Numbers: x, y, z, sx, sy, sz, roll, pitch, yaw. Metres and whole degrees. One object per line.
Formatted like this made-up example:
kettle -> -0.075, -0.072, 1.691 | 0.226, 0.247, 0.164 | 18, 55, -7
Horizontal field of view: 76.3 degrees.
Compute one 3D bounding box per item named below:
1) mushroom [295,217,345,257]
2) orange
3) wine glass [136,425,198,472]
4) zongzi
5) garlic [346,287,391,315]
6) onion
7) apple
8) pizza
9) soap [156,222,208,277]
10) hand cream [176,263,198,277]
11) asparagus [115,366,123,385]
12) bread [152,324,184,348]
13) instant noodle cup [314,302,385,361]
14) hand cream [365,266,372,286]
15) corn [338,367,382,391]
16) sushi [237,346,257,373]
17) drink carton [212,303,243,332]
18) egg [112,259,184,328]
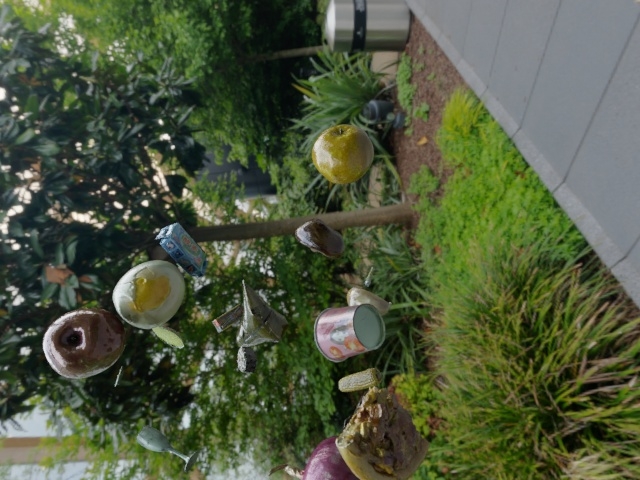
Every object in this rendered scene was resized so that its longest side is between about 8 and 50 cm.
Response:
mushroom -> 0.007, -0.014, 1.764 | 0.138, 0.231, 0.194 | -64, -2, -5
orange -> 0.099, -0.379, 1.803 | 0.279, 0.279, 0.235 | -98, -3, -53
wine glass -> -0.750, 0.954, 1.972 | 0.096, 0.309, 0.264 | -48, -27, -53
zongzi -> -0.296, 0.299, 1.634 | 0.289, 0.260, 0.123 | 51, -139, -20
garlic -> 0.257, 0.328, 2.156 | 0.164, 0.244, 0.145 | -60, -11, -69
onion -> 0.033, 0.930, 1.586 | 0.345, 0.358, 0.358 | 42, 158, 26
apple -> -0.953, 0.412, 1.644 | 0.235, 0.305, 0.306 | 106, 158, -74
pizza -> 0.196, 0.587, 1.222 | 0.408, 0.114, 0.278 | 32, -132, -38
soap -> -0.663, 0.048, 1.990 | 0.293, 0.077, 0.156 | 56, -165, -31
hand cream -> -0.679, 0.150, 2.170 | 0.175, 0.095, 0.046 | 67, -167, -57
asparagus -> -1.110, 0.753, 2.255 | 0.021, 0.025, 0.108 | 33, -131, -37
bread -> -0.940, 0.594, 2.535 | 0.228, 0.228, 0.033 | 83, -153, -43
instant noodle cup -> 0.135, 0.387, 1.753 | 0.231, 0.243, 0.243 | -27, 64, 46
hand cream -> 0.199, 0.149, 1.652 | 0.102, 0.022, 0.035 | -60, -22, -53
corn -> 0.176, 0.641, 1.853 | 0.080, 0.231, 0.080 | 35, -140, -37
sushi -> -0.364, 0.586, 2.008 | 0.091, 0.078, 0.150 | -68, 26, 16
drink carton -> -0.470, 0.402, 2.105 | 0.165, 0.056, 0.071 | -32, -91, -48
egg -> -0.758, 0.234, 1.838 | 0.345, 0.283, 0.283 | -64, -28, -57
